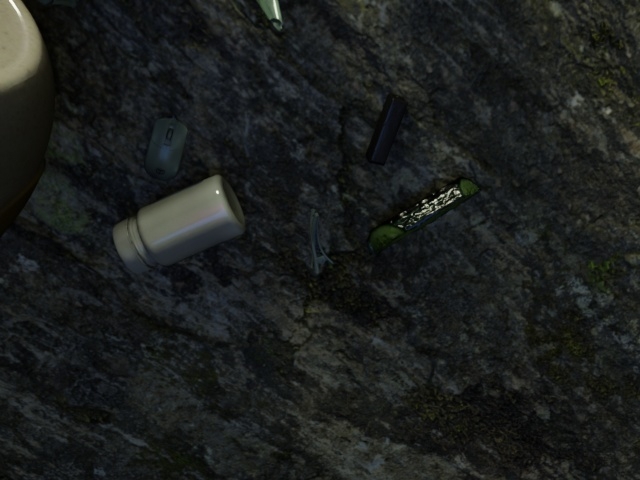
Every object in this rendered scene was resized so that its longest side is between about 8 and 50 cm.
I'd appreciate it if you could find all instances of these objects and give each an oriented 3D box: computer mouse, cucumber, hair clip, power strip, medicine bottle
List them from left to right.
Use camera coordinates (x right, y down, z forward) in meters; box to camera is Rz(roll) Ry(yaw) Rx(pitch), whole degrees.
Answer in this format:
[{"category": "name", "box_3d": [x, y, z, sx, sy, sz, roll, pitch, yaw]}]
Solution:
[{"category": "computer mouse", "box_3d": [-0.236, -0.138, 0.940, 0.056, 0.032, 0.110, 14, 116, -15]}, {"category": "medicine bottle", "box_3d": [-0.219, -0.023, 0.965, 0.186, 0.103, 0.103, -23, 119, 6]}, {"category": "hair clip", "box_3d": [0.000, -0.001, 1.050, 0.039, 0.030, 0.115, -18, 123, -19]}, {"category": "power strip", "box_3d": [0.103, -0.173, 0.963, 0.029, 0.038, 0.111, 12, 117, -15]}, {"category": "cucumber", "box_3d": [0.167, -0.043, 1.030, 0.220, 0.070, 0.046, -32, 88, 8]}]

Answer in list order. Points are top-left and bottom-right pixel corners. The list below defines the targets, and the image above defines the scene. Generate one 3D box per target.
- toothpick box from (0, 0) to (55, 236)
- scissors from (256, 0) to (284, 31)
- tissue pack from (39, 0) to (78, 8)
[{"category": "toothpick box", "box_3d": [-0.543, -0.119, 0.694, 0.409, 0.409, 0.425, 33, 123, -22]}, {"category": "scissors", "box_3d": [-0.099, -0.369, 0.664, 0.256, 0.383, 0.029, -49, 147, 20]}, {"category": "tissue pack", "box_3d": [-0.319, -0.464, 0.696, 0.228, 0.103, 0.316, 37, 108, -7]}]
